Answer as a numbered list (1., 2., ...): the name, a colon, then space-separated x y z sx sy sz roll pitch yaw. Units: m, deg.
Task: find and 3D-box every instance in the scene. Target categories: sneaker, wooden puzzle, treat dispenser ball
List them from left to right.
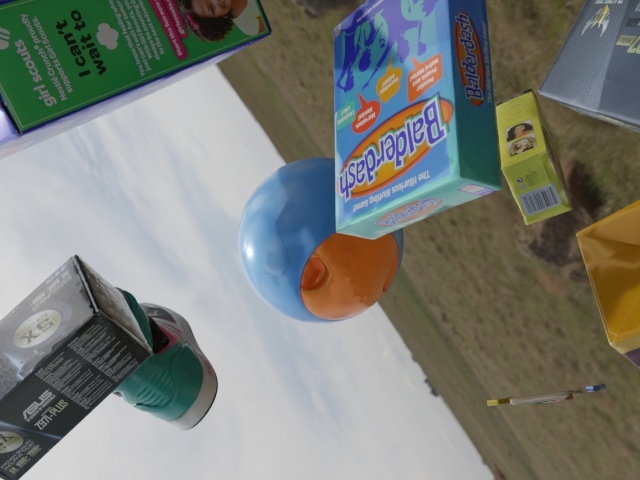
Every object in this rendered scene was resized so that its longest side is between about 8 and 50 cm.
1. sneaker: -0.263 0.125 0.876 0.178 0.124 0.295 42 172 -33
2. treat dispenser ball: 0.000 0.000 1.164 0.288 0.288 0.288 56 -178 -4
3. wooden puzzle: 0.258 0.180 0.767 0.078 0.116 0.014 9 -112 -51

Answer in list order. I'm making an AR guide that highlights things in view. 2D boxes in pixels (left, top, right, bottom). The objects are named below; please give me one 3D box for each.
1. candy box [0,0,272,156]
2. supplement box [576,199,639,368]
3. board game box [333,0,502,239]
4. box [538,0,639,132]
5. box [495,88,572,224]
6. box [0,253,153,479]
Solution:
1. candy box: -0.259 -0.200 0.746 0.268 0.317 0.122 -5 115 49
2. supplement box: 0.371 0.043 0.587 0.194 0.191 0.129 35 -142 -30
3. board game box: 0.073 -0.122 0.572 0.047 0.160 0.210 10 -109 -32
4. box: 0.290 -0.180 0.552 0.059 0.183 0.232 20 -163 -13
5. box: 0.270 -0.115 0.863 0.087 0.058 0.232 59 -156 -22
6. box: -0.277 0.122 0.679 0.077 0.180 0.147 51 173 -34
